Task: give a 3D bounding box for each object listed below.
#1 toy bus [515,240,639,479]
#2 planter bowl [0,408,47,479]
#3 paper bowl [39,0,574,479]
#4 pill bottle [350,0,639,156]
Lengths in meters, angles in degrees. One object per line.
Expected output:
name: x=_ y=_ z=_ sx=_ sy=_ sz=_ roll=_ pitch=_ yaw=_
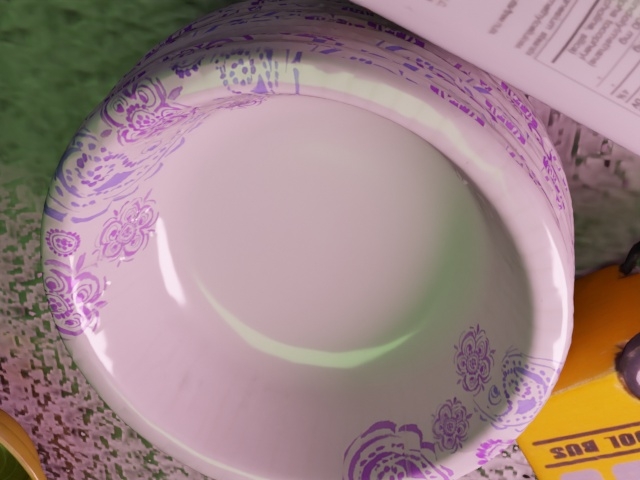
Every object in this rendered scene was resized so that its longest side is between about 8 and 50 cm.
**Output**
toy bus: x=0.274 y=0.058 z=0.629 sx=0.332 sy=0.108 sz=0.130 roll=-18 pitch=118 yaw=27
planter bowl: x=-0.299 y=0.196 z=0.905 sx=0.217 sy=0.090 sz=0.217 roll=5 pitch=116 yaw=11
paper bowl: x=0.000 y=0.000 z=0.627 sx=0.284 sy=0.148 sz=0.284 roll=6 pitch=121 yaw=10
pill bottle: x=0.144 y=-0.131 z=0.502 sx=0.283 sy=0.160 sz=0.160 roll=28 pitch=128 yaw=-4
